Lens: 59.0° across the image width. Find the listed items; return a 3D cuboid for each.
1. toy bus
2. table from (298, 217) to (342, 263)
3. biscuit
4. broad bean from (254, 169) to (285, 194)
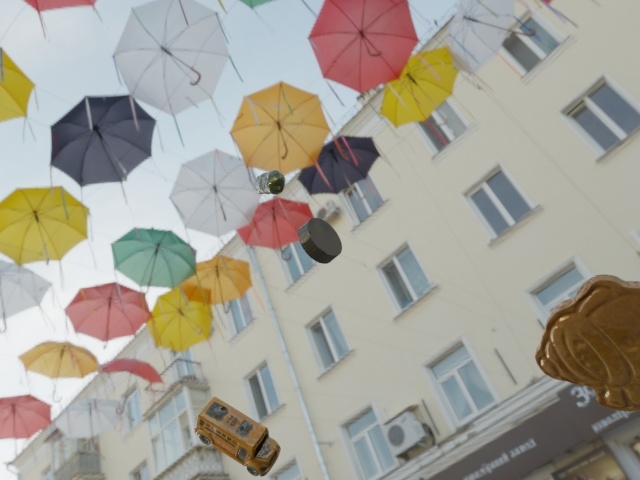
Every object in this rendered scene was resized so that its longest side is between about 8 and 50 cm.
[{"bbox_3d":[-0.151,0.363,1.054,0.069,0.162,0.074,-48,-20,-48],"label":"toy bus"},{"bbox_3d":[0.000,0.000,1.626,0.133,0.134,0.043,17,-45,-41],"label":"table"},{"bbox_3d":[0.659,0.244,1.263,0.057,0.312,0.351,-39,-12,-47],"label":"biscuit"},{"bbox_3d":[-0.121,-0.130,1.295,0.052,0.256,0.052,-25,-80,-10],"label":"broad bean"}]
